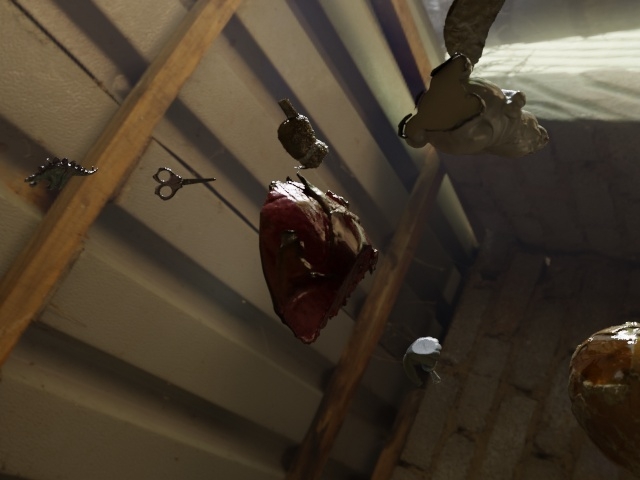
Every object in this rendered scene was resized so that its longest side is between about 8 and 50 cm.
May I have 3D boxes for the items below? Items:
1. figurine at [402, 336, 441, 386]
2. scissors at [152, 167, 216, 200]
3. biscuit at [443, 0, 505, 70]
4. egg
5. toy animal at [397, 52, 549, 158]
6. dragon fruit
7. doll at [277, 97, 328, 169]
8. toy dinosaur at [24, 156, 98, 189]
[{"bbox_3d":[0.213,0.252,1.072,0.082,0.094,0.086,-16,-60,0],"label":"figurine"},{"bbox_3d":[-0.412,-0.178,1.564,0.188,0.015,0.100,-8,-88,-20],"label":"scissors"},{"bbox_3d":[0.394,-0.576,1.340,0.032,0.133,0.250,-90,22,-75],"label":"biscuit"},{"bbox_3d":[0.470,0.236,0.751,0.195,0.194,0.234,45,-139,-44],"label":"egg"},{"bbox_3d":[0.385,-0.278,1.240,0.357,0.257,0.194,15,-114,-44],"label":"toy animal"},{"bbox_3d":[0.000,0.000,0.952,0.282,0.100,0.343,53,-144,-6],"label":"dragon fruit"},{"bbox_3d":[-0.059,-0.295,1.457,0.114,0.105,0.221,-29,-51,2],"label":"doll"},{"bbox_3d":[-0.637,-0.169,1.283,0.082,0.039,0.209,-57,-17,27],"label":"toy dinosaur"}]
